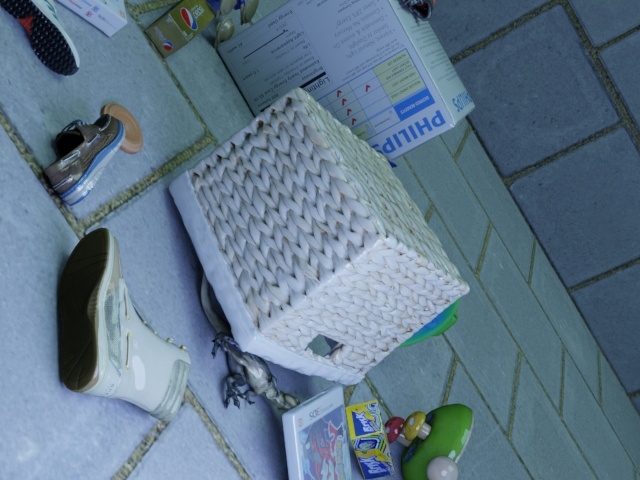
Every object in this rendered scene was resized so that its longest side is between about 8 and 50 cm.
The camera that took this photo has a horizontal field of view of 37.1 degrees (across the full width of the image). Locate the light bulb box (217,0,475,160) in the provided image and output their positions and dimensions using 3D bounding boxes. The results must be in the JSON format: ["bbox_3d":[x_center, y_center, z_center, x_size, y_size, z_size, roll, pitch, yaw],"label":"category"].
[{"bbox_3d":[0.057,-0.321,1.895,0.361,0.358,0.225,61,25,-5],"label":"light bulb box"}]

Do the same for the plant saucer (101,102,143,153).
[{"bbox_3d":[-0.292,-0.168,1.420,0.083,0.013,0.083,46,27,-32],"label":"plant saucer"}]

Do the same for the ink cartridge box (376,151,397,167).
[{"bbox_3d":[0.004,-0.099,1.706,0.224,0.223,0.045,20,47,-56],"label":"ink cartridge box"}]

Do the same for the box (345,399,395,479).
[{"bbox_3d":[0.081,0.322,1.524,0.169,0.054,0.059,73,6,-53],"label":"box"}]

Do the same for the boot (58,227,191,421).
[{"bbox_3d":[-0.232,0.103,1.156,0.165,0.077,0.213,35,39,-47],"label":"boot"}]

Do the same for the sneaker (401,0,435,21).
[{"bbox_3d":[0.167,-0.467,1.762,0.158,0.061,0.065,39,39,-39],"label":"sneaker"}]

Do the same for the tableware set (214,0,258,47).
[{"bbox_3d":[-0.160,-0.457,1.844,0.020,0.141,0.169,26,51,11],"label":"tableware set"}]

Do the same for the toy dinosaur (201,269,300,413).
[{"bbox_3d":[-0.116,0.167,1.361,0.268,0.064,0.118,57,17,-5],"label":"toy dinosaur"}]

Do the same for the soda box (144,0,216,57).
[{"bbox_3d":[-0.249,-0.391,1.711,0.061,0.058,0.181,54,23,-18],"label":"soda box"}]

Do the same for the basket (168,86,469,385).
[{"bbox_3d":[0.000,0.000,1.460,0.328,0.266,0.331,30,26,-54],"label":"basket"}]

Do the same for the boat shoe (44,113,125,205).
[{"bbox_3d":[-0.311,-0.125,1.260,0.066,0.066,0.183,49,26,-26],"label":"boat shoe"}]

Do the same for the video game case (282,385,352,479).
[{"bbox_3d":[0.002,0.328,1.382,0.183,0.023,0.201,-11,95,-67],"label":"video game case"}]

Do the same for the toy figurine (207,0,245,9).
[{"bbox_3d":[-0.212,-0.564,1.839,0.362,0.191,0.217,36,39,-45],"label":"toy figurine"}]

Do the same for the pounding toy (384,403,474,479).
[{"bbox_3d":[0.167,0.358,1.649,0.110,0.183,0.237,33,30,-4],"label":"pounding toy"}]

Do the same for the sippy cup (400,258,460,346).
[{"bbox_3d":[0.131,0.048,1.839,0.224,0.240,0.305,-105,-179,-54],"label":"sippy cup"}]

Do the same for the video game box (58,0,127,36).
[{"bbox_3d":[-0.390,-0.445,1.488,0.187,0.048,0.205,33,36,-54],"label":"video game box"}]

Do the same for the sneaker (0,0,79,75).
[{"bbox_3d":[-0.381,-0.308,1.331,0.161,0.057,0.075,53,29,-15],"label":"sneaker"}]
